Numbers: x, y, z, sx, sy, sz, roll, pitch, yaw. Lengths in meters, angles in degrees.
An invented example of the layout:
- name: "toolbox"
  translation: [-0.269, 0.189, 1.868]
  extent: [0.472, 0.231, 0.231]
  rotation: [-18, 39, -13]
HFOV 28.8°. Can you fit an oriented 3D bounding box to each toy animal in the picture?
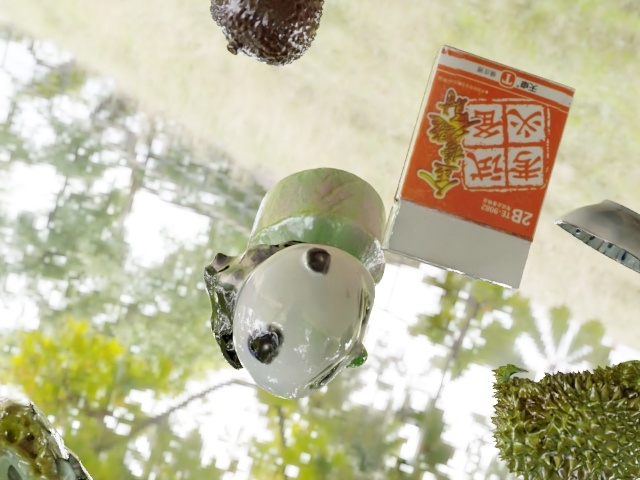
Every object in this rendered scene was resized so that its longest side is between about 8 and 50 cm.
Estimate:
- name: "toy animal"
  translation: [-0.029, 0.102, 1.658]
  extent: [0.213, 0.212, 0.267]
  rotation: [11, -177, -23]

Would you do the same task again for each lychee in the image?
- name: "lychee"
  translation: [-0.085, -0.370, 2.019]
  extent: [0.194, 0.194, 0.194]
  rotation: [15, -168, -3]

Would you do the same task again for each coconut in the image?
- name: "coconut"
  translation: [0.000, 0.000, 1.926]
  extent: [0.236, 0.204, 0.236]
  rotation: [14, -136, -15]

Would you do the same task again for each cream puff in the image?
- name: "cream puff"
  translation: [-0.408, 0.382, 1.620]
  extent: [0.323, 0.270, 0.274]
  rotation: [55, 171, 25]

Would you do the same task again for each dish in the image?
- name: "dish"
  translation: [0.425, -0.011, 1.759]
  extent: [0.191, 0.066, 0.191]
  rotation: [30, 180, 0]

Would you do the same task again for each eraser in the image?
- name: "eraser"
  translation: [0.170, -0.077, 1.347]
  extent: [0.157, 0.230, 0.038]
  rotation: [17, 177, -9]

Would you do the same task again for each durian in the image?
- name: "durian"
  translation: [0.327, 0.236, 1.576]
  extent: [0.237, 0.200, 0.176]
  rotation: [6, -127, 14]
